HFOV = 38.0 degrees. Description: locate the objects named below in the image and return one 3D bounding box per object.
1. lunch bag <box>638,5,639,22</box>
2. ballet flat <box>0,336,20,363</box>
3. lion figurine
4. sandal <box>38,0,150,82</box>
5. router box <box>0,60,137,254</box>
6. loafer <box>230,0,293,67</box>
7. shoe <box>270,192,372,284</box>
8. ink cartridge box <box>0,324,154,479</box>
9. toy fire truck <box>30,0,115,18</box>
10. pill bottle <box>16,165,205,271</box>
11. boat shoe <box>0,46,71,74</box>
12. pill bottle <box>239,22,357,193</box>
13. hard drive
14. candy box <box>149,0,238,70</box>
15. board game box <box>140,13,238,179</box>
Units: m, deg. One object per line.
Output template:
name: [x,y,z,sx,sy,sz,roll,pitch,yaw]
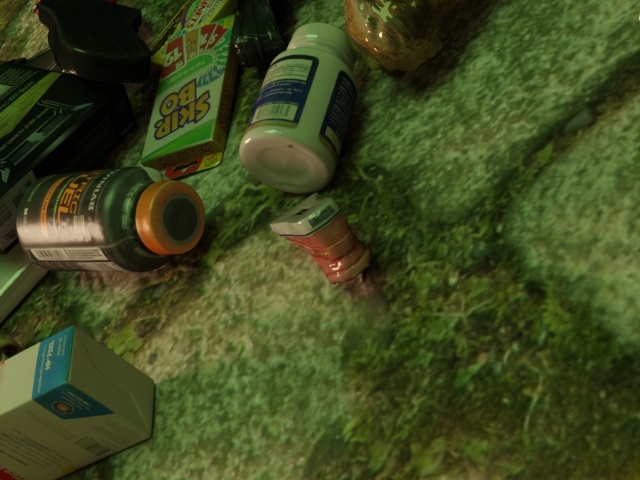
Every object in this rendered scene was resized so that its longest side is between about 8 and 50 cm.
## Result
lunch bag: [0.424,-0.231,0.735,0.287,0.169,0.235,-50,40,-14]
ballet flat: [-0.435,0.216,1.143,0.073,0.080,0.232,-4,54,19]
lion figurine: [0.182,-0.361,1.079,0.392,0.142,0.240,-33,48,7]
sandal: [-0.364,-0.305,1.466,0.446,0.167,0.107,-118,37,-61]
router box: [-0.455,-0.131,1.336,0.242,0.081,0.309,15,48,25]
loafer: [-0.077,-0.323,1.316,0.078,0.076,0.223,-9,43,10]
shoe: [0.000,0.000,0.975,0.063,0.081,0.178,-35,9,-8]
ink cartridge box: [-0.312,0.195,1.008,0.231,0.134,0.078,-26,44,20]
toy fire truck: [-0.475,-0.455,1.778,0.135,0.047,0.192,-46,39,-3]
pill bottle: [-0.257,-0.025,1.158,0.245,0.130,0.130,-1,55,39]
boat shoe: [-0.558,-0.273,1.653,0.285,0.092,0.103,-28,42,19]
pill bottle: [-0.017,-0.159,1.087,0.112,0.112,0.187,-8,51,35]
hard drive: [-0.465,0.028,1.357,0.307,0.040,0.203,-49,40,-5]
candy box: [-0.190,-0.349,1.462,0.105,0.027,0.206,27,76,45]
board game box: [-0.178,-0.200,1.304,0.124,0.039,0.260,-14,55,27]
